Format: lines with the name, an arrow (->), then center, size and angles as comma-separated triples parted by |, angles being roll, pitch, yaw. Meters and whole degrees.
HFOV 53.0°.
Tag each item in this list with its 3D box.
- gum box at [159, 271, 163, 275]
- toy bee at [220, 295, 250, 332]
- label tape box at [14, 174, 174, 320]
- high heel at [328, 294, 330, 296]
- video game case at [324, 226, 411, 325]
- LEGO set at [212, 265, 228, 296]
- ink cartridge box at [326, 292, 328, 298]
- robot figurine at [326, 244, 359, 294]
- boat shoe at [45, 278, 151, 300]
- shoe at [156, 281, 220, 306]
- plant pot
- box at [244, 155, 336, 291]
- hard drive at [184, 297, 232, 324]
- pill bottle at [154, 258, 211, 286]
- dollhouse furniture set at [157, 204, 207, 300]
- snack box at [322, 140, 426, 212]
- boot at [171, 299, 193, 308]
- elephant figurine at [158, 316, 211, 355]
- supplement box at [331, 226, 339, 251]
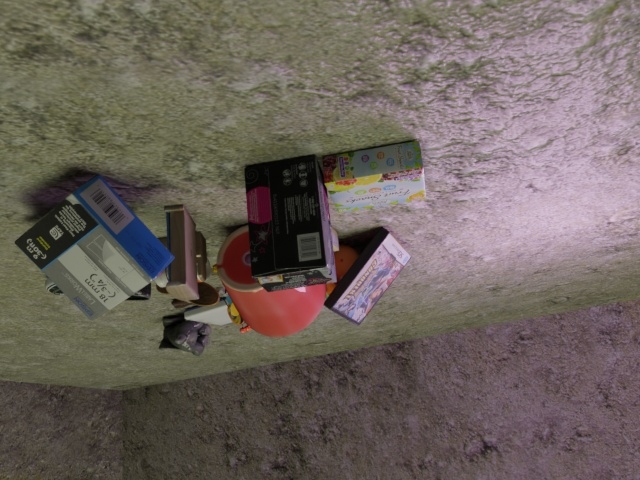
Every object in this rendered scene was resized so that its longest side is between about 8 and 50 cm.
gum box -> -0.523, 0.057, 1.760 | 0.189, 0.062, 0.107 | -1, 160, -13
toy bee -> -0.242, 0.215, 2.134 | 0.195, 0.162, 0.298 | -20, 176, -35
label tape box -> -0.522, 0.045, 1.400 | 0.334, 0.106, 0.240 | -31, 107, 30
high heel -> 0.092, 0.109, 2.025 | 0.261, 0.093, 0.186 | -24, 165, 2
video game case -> 0.145, 0.113, 1.883 | 0.274, 0.035, 0.248 | -53, 151, -1
LEGO set -> -0.276, 0.111, 1.964 | 0.093, 0.086, 0.227 | 12, 161, -34
ink cartridge box -> -0.084, 0.134, 1.915 | 0.209, 0.062, 0.109 | 14, 138, 39
robot figurine -> 0.036, 0.088, 1.915 | 0.158, 0.128, 0.219 | 43, 142, -13
boat shoe -> -0.665, 0.152, 1.926 | 0.307, 0.104, 0.113 | -1, 160, -14
shoe -> -0.409, 0.157, 2.018 | 0.219, 0.076, 0.058 | 14, 175, 16
plant pot -> -0.144, 0.093, 1.718 | 0.275, 0.274, 0.243 | -10, 151, 12
box -> -0.060, -0.031, 1.368 | 0.164, 0.247, 0.142 | -8, 162, 7
hard drive -> -0.326, 0.259, 2.425 | 0.319, 0.040, 0.210 | -18, 157, 31
pill bottle -> -0.401, 0.090, 1.858 | 0.152, 0.086, 0.086 | -13, 159, 22
dollhouse furniture set -> -0.458, 0.060, 1.588 | 0.304, 0.198, 0.286 | -6, 160, 1
snack box -> 0.121, -0.134, 1.397 | 0.207, 0.070, 0.174 | -8, 160, 8
boot -> -0.464, 0.225, 2.294 | 0.106, 0.037, 0.114 | 28, 141, -36
elephant figurine -> -0.570, 0.376, 2.546 | 0.240, 0.169, 0.186 | 1, 137, 30
supplement box -> 0.000, 0.000, 1.762 | 0.083, 0.056, 0.083 | -11, 160, 15
